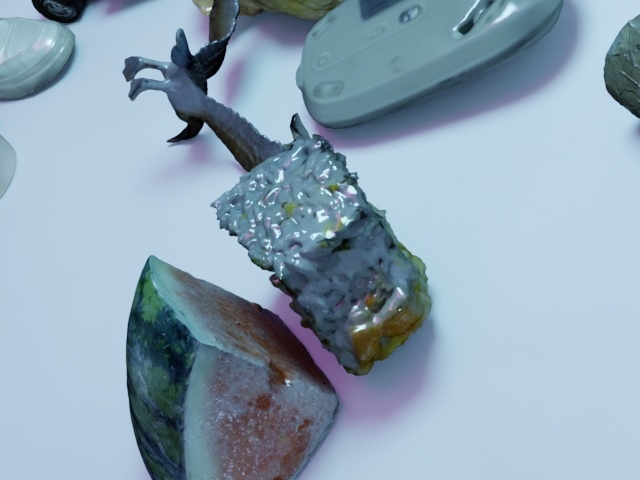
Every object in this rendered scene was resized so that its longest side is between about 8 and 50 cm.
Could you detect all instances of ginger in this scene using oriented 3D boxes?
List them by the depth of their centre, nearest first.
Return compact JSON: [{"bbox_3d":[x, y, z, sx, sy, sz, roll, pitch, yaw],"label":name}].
[{"bbox_3d":[-0.059,-0.339,1.640,0.267,0.138,0.152,8,82,48],"label":"ginger"}]

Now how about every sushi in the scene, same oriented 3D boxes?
[{"bbox_3d":[0.000,0.000,1.310,0.139,0.184,0.274,-39,45,-2],"label":"sushi"}]

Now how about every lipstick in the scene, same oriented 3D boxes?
[{"bbox_3d":[-0.339,-0.449,1.927,0.081,0.081,0.299,-1,58,30],"label":"lipstick"}]

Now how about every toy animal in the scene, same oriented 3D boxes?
[{"bbox_3d":[-0.156,-0.181,1.552,0.197,0.160,0.272,-30,57,38],"label":"toy animal"}]

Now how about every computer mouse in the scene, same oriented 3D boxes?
[{"bbox_3d":[0.123,-0.232,1.479,0.331,0.095,0.197,-22,46,27],"label":"computer mouse"}]

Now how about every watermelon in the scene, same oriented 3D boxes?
[{"bbox_3d":[-0.085,0.134,1.270,0.201,0.261,0.213,-18,39,-19],"label":"watermelon"}]

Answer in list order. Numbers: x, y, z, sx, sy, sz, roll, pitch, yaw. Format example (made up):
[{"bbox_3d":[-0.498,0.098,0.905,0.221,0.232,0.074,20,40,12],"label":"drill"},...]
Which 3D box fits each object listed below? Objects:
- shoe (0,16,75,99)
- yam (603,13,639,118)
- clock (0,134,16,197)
[{"bbox_3d":[-0.503,-0.275,1.844,0.316,0.159,0.124,-13,50,26],"label":"shoe"},{"bbox_3d":[0.392,-0.135,1.210,0.154,0.154,0.254,-42,42,-3],"label":"yam"},{"bbox_3d":[-0.485,-0.092,1.759,0.156,0.063,0.229,-8,52,25],"label":"clock"}]
